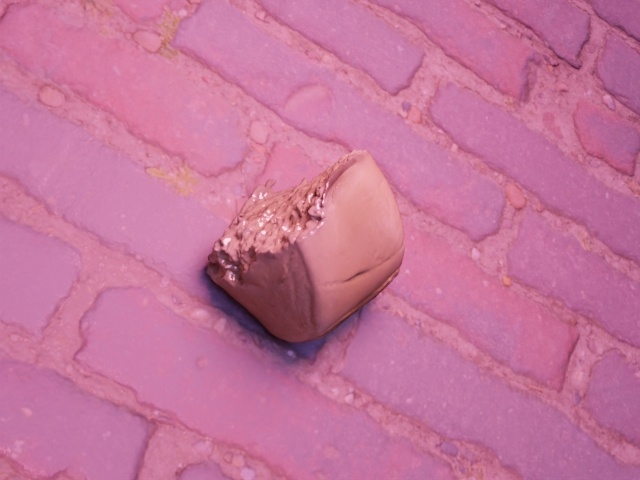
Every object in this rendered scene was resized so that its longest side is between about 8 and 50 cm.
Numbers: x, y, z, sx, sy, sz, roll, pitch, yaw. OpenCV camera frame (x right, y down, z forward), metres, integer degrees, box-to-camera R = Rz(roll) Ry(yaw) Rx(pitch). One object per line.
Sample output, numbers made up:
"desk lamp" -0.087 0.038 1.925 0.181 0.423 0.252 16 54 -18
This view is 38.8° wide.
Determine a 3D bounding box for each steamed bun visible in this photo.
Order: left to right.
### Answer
"steamed bun" 0.000 0.000 1.450 0.273 0.272 0.290 47 61 -3
